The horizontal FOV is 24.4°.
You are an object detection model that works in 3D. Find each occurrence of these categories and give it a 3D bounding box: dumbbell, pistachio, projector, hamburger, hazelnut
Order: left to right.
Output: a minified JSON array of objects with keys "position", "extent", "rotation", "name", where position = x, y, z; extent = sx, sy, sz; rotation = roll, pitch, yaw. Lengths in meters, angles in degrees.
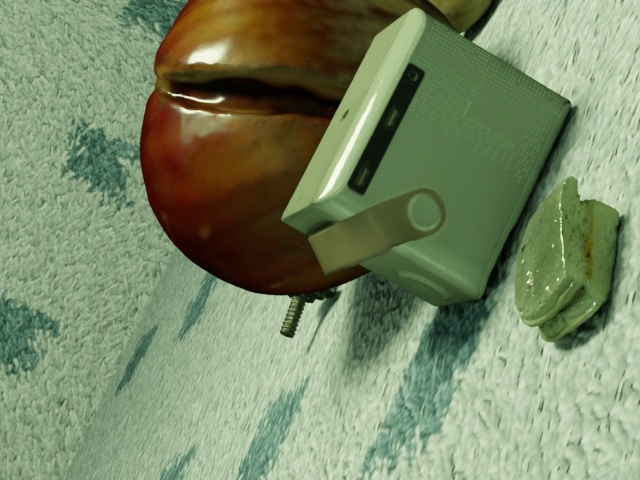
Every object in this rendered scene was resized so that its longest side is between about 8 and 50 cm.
[{"position":[-0.018,-0.139,1.592],"extent":[0.359,0.359,0.409],"rotation":[-56,12,26],"name":"hazelnut"},{"position":[0.000,0.000,1.823],"extent":[0.110,0.110,0.254],"rotation":[151,140,-70],"name":"dumbbell"},{"position":[0.090,-0.060,1.337],"extent":[0.242,0.177,0.163],"rotation":[-62,10,-14],"name":"projector"},{"position":[0.180,-0.332,1.814],"extent":[0.108,0.126,0.185],"rotation":[46,109,34],"name":"pistachio"},{"position":[0.174,0.024,1.080],"extent":[0.084,0.054,0.121],"rotation":[-49,24,42],"name":"hamburger"}]
